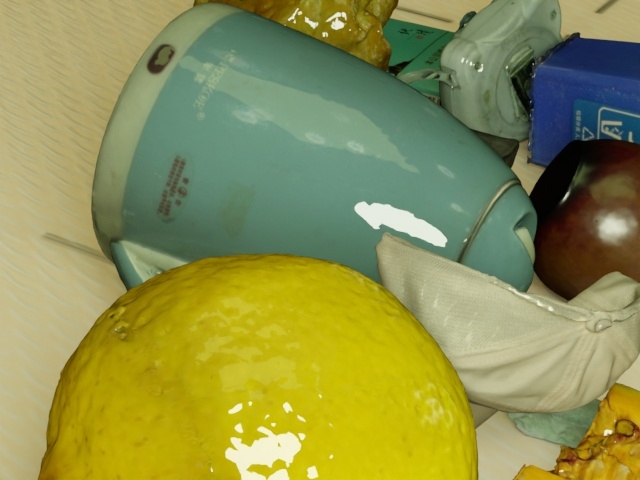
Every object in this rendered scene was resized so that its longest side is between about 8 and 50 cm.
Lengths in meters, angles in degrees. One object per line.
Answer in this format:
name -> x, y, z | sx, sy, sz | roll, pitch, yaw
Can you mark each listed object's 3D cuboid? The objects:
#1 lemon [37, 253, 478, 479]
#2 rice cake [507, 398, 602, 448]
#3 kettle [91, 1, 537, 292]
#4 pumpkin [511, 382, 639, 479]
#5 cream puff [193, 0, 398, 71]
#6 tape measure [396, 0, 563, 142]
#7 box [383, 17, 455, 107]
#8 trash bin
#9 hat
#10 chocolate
lemon -> -0.037, 0.140, 1.095 | 0.293, 0.293, 0.293 | 2, 30, -1
rice cake -> 0.246, 0.156, 1.327 | 0.210, 0.034, 0.043 | 18, 41, 23
kettle -> 0.000, 0.000, 1.426 | 0.342, 0.247, 0.319 | 23, 66, 19
pumpkin -> 0.206, 0.212, 1.170 | 0.163, 0.111, 0.278 | 33, 26, 19
cream puff -> -0.026, -0.220, 1.781 | 0.244, 0.196, 0.244 | -24, 17, 8
tape measure -> 0.132, -0.123, 1.748 | 0.330, 0.164, 0.084 | -44, 36, -20
box -> 0.083, -0.198, 1.926 | 0.229, 0.041, 0.162 | 16, 32, 22
trash bin -> 0.339, -0.122, 1.712 | 0.234, 0.163, 0.184 | 14, 30, 30
hat -> 0.114, 0.098, 1.229 | 0.219, 0.226, 0.164 | 7, 31, -28
chocolate -> 0.264, -0.005, 1.513 | 0.176, 0.177, 0.177 | 2, 30, -1
